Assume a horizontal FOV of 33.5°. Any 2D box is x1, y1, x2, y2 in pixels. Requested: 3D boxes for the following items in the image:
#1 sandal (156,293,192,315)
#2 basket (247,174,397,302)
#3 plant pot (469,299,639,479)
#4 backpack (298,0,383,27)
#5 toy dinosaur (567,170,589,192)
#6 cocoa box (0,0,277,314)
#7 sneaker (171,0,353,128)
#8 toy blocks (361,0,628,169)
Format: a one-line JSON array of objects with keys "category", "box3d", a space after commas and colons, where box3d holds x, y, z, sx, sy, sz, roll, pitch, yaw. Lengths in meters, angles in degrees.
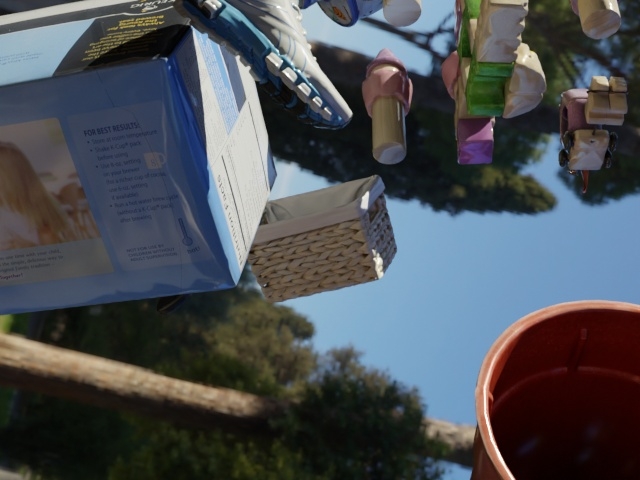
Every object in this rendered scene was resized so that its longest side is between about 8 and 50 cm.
[{"category": "sandal", "box3d": [-0.168, 0.019, 1.387, 0.067, 0.040, 0.179, 1, -126, 55]}, {"category": "basket", "box3d": [0.000, 0.000, 1.288, 0.113, 0.167, 0.103, -51, 125, -62]}, {"category": "plant pot", "box3d": [0.228, 0.237, 0.874, 0.272, 0.272, 0.265, -85, -176, -48]}, {"category": "backpack", "box3d": [0.018, -0.452, 1.591, 0.213, 0.263, 0.276, -31, -154, 1]}, {"category": "toy dinosaur", "box3d": [0.446, -0.138, 1.758, 0.090, 0.047, 0.082, 59, -27, 8]}, {"category": "cocoa box", "box3d": [-0.245, -0.085, 1.008, 0.228, 0.347, 0.231, -76, 155, -58]}, {"category": "sneaker", "box3d": [-0.035, -0.174, 0.878, 0.083, 0.191, 0.071, -47, -174, -15]}, {"category": "toy blocks", "box3d": [0.208, -0.269, 1.296, 0.288, 0.309, 0.260, 92, -1, -51]}]
